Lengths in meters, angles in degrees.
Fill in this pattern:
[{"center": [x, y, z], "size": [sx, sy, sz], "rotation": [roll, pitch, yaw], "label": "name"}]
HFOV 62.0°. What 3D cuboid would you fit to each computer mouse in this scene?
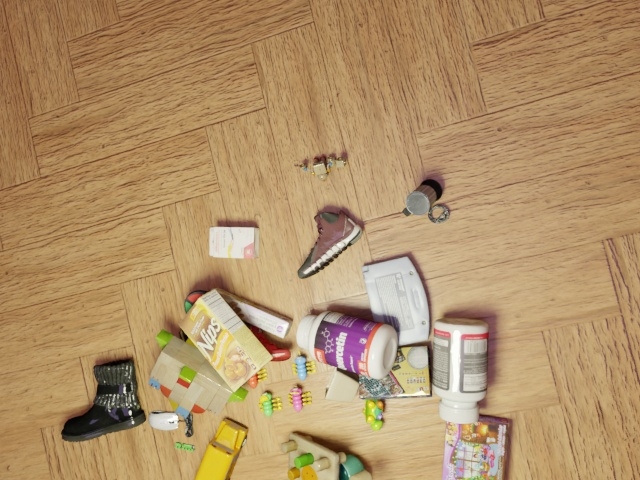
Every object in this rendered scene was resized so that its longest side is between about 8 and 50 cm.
[{"center": [-0.582, 0.698, 2.045], "size": [0.192, 0.042, 0.106], "rotation": [-3, 91, 12], "label": "computer mouse"}]

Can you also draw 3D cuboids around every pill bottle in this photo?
[{"center": [0.457, 0.422, 1.746], "size": [0.176, 0.176, 0.319], "rotation": [2, 91, 12], "label": "pill bottle"}, {"center": [0.086, 0.344, 1.803], "size": [0.322, 0.181, 0.182], "rotation": [9, 92, 30], "label": "pill bottle"}]

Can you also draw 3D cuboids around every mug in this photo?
[{"center": [0.100, 0.829, 1.852], "size": [0.129, 0.097, 0.158], "rotation": [-31, 67, 45], "label": "mug"}]

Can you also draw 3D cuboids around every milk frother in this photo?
[{"center": [0.363, -0.113, 1.783], "size": [0.143, 0.134, 0.129], "rotation": [35, 128, 13], "label": "milk frother"}]

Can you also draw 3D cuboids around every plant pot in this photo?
[{"center": [0.080, 0.507, 1.871], "size": [0.096, 0.109, 0.109], "rotation": [21, 95, 1], "label": "plant pot"}]

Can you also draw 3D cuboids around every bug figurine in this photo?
[{"center": [-0.149, 0.524, 1.934], "size": [0.279, 0.072, 0.216], "rotation": [-13, 88, 12], "label": "bug figurine"}]

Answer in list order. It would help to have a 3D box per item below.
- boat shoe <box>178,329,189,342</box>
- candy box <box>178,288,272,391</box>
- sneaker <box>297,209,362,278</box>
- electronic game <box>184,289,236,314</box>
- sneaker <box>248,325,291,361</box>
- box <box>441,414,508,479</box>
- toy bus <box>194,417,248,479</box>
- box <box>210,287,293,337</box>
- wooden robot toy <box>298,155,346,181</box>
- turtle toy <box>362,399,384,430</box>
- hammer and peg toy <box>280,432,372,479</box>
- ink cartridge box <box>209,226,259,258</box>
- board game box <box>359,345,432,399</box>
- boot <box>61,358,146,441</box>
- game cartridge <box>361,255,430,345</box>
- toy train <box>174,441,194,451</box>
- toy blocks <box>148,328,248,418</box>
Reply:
[{"center": [-0.514, 0.416, 2.022], "size": [0.049, 0.056, 0.152], "rotation": [-20, 86, 7], "label": "boat shoe"}, {"center": [-0.333, 0.347, 1.846], "size": [0.316, 0.087, 0.183], "rotation": [48, 125, 7], "label": "candy box"}, {"center": [0.000, 0.000, 1.892], "size": [0.281, 0.106, 0.162], "rotation": [-39, 77, 0], "label": "sneaker"}, {"center": [-0.398, 0.276, 1.950], "size": [0.229, 0.048, 0.229], "rotation": [14, 129, 18], "label": "electronic game"}, {"center": [-0.205, 0.365, 1.912], "size": [0.221, 0.087, 0.128], "rotation": [-5, 68, 22], "label": "sneaker"}, {"center": [0.517, 0.737, 1.795], "size": [0.200, 0.057, 0.293], "rotation": [4, 91, 13], "label": "box"}, {"center": [-0.382, 0.834, 1.957], "size": [0.108, 0.130, 0.333], "rotation": [23, 95, 11], "label": "toy bus"}, {"center": [-0.262, 0.264, 1.961], "size": [0.324, 0.067, 0.063], "rotation": [22, 96, 12], "label": "box"}, {"center": [0.012, -0.253, 1.909], "size": [0.173, 0.076, 0.079], "rotation": [-10, 123, 12], "label": "wooden robot toy"}, {"center": [0.187, 0.599, 1.858], "size": [0.066, 0.095, 0.130], "rotation": [2, 92, -8], "label": "turtle toy"}, {"center": [0.004, 0.828, 1.787], "size": [0.361, 0.127, 0.266], "rotation": [3, 92, 50], "label": "hammer and peg toy"}, {"center": [-0.331, 0.007, 1.972], "size": [0.198, 0.067, 0.115], "rotation": [1, 91, 13], "label": "ink cartridge box"}, {"center": [0.251, 0.451, 1.811], "size": [0.243, 0.042, 0.165], "rotation": [-8, 62, 20], "label": "board game box"}, {"center": [-0.856, 0.610, 2.057], "size": [0.347, 0.131, 0.260], "rotation": [-15, 94, 2], "label": "boot"}, {"center": [0.271, 0.213, 1.850], "size": [0.198, 0.062, 0.297], "rotation": [-14, 87, 8], "label": "game cartridge"}, {"center": [-0.520, 0.793, 2.046], "size": [0.083, 0.017, 0.024], "rotation": [6, 81, 12], "label": "toy train"}, {"center": [-0.474, 0.530, 1.945], "size": [0.381, 0.191, 0.261], "rotation": [31, 120, -2], "label": "toy blocks"}]
